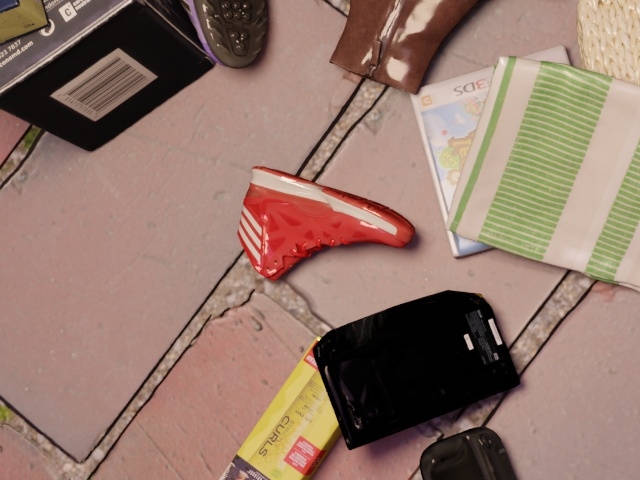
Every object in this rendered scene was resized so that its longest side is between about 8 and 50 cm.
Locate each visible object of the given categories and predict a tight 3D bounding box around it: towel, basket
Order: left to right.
[{"bbox_3d":[0.319,-0.058,1.453,0.325,0.038,0.248,19,123,8],"label":"towel"},{"bbox_3d":[0.350,-0.195,1.496,0.103,0.113,0.167,-7,80,9],"label":"basket"}]

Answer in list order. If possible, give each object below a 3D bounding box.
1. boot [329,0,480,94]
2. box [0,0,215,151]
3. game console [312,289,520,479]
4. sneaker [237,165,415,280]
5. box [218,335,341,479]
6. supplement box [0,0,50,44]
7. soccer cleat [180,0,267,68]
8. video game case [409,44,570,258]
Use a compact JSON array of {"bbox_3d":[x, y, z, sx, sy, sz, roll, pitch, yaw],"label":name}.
[{"bbox_3d":[0.149,-0.271,1.580,0.248,0.090,0.206,19,93,19],"label":"boot"},{"bbox_3d":[-0.345,-0.344,1.591,0.212,0.293,0.395,-34,77,7],"label":"box"},{"bbox_3d":[0.144,0.245,1.503,0.213,0.044,0.361,-19,83,-11],"label":"game console"},{"bbox_3d":[0.000,0.000,1.587,0.221,0.087,0.128,22,97,27],"label":"sneaker"},{"bbox_3d":[-0.030,0.231,1.566,0.087,0.058,0.232,36,92,14],"label":"box"},{"bbox_3d":[-0.342,-0.246,1.383,0.083,0.083,0.056,-19,80,10],"label":"supplement box"},{"bbox_3d":[-0.156,-0.348,1.651,0.116,0.109,0.318,-29,74,45],"label":"soccer cleat"},{"bbox_3d":[0.223,-0.105,1.566,0.193,0.023,0.212,-16,80,11],"label":"video game case"}]
